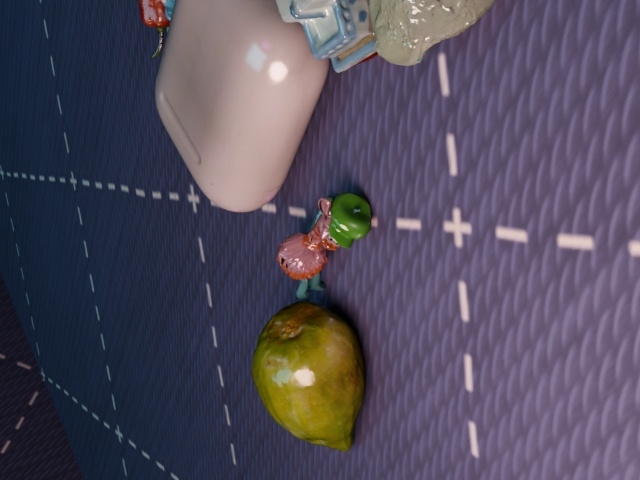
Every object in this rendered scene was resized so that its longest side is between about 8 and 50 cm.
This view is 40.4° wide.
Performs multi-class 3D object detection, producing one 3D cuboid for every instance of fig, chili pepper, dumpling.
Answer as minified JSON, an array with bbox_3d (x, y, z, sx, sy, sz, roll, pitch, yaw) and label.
[{"bbox_3d":[-0.019,0.206,1.236,0.167,0.167,0.233,23,114,52],"label":"fig"},{"bbox_3d":[-0.266,-0.438,1.455,0.063,0.071,0.272,-79,-2,-65],"label":"chili pepper"},{"bbox_3d":[0.108,-0.279,0.866,0.152,0.108,0.219,42,117,10],"label":"dumpling"}]

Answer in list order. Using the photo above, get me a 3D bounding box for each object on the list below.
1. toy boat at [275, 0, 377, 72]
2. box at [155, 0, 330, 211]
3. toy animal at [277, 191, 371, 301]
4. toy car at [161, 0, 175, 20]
[{"bbox_3d":[-0.004,-0.367,1.004,0.145,0.133,0.332,-16,88,59],"label":"toy boat"},{"bbox_3d":[-0.120,-0.231,1.234,0.289,0.141,0.349,57,143,26],"label":"box"},{"bbox_3d":[0.000,0.000,1.206,0.208,0.100,0.103,120,166,-52],"label":"toy animal"},{"bbox_3d":[-0.224,-0.414,1.305,0.126,0.098,0.161,115,174,-61],"label":"toy car"}]
